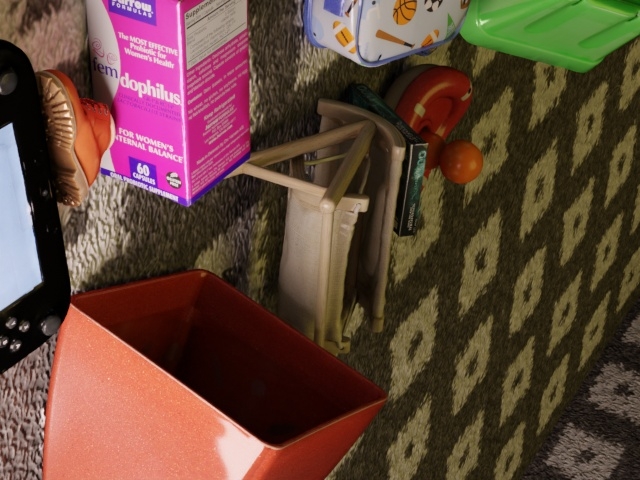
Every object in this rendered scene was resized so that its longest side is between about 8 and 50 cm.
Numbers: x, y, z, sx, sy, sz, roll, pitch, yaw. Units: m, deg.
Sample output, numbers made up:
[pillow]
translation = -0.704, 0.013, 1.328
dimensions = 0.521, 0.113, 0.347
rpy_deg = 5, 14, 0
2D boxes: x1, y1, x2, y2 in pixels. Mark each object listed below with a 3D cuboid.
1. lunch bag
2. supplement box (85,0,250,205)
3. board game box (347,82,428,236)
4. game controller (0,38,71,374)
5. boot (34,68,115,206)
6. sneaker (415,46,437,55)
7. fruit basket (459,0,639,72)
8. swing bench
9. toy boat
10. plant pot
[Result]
[lunch bag]
translation = 0.088, -0.361, 1.662
dimensions = 0.243, 0.115, 0.303
rpy_deg = -21, 128, -41
[supplement box]
translation = -0.140, -0.161, 1.353
dimensions = 0.114, 0.111, 0.220
rpy_deg = -43, 144, -45
[board game box]
translation = 0.077, -0.103, 1.797
dimensions = 0.026, 0.186, 0.126
rpy_deg = -6, 121, -22
[game controller]
translation = -0.291, -0.010, 1.207
dimensions = 0.166, 0.067, 0.319
rpy_deg = -47, 147, -41
[boot]
translation = -0.224, -0.110, 1.291
dimensions = 0.085, 0.059, 0.158
rpy_deg = -58, 162, -31
[sneaker]
translation = 0.141, -0.329, 1.848
dimensions = 0.083, 0.087, 0.221
rpy_deg = -48, 148, -39
[fruit basket]
translation = 0.299, -0.419, 1.965
dimensions = 0.283, 0.392, 0.392
rpy_deg = 9, 102, -31
[swing bench]
translation = 0.000, 0.000, 1.713
dimensions = 0.254, 0.165, 0.253
rpy_deg = -36, 138, -51
[toy boat]
translation = 0.151, -0.123, 1.952
dimensions = 0.231, 0.151, 0.151
rpy_deg = -66, 156, -9
[plant pot]
translation = -0.137, 0.209, 1.505
dimensions = 0.267, 0.267, 0.236
rpy_deg = -11, 131, -63
